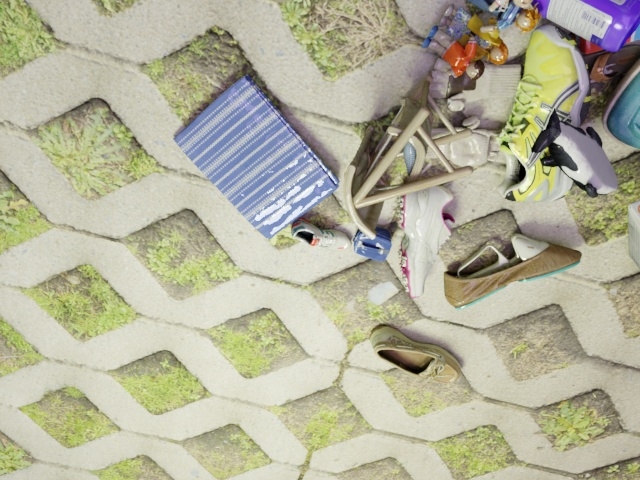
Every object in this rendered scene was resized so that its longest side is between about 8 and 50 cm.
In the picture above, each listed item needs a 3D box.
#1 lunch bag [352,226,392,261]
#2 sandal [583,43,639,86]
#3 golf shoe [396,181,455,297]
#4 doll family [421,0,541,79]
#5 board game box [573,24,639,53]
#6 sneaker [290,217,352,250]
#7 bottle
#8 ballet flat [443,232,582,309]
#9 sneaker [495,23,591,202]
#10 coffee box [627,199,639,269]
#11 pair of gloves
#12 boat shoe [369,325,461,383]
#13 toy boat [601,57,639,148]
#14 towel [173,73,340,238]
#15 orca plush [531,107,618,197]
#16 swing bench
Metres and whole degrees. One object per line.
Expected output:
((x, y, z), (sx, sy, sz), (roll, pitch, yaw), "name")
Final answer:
((0.125, 0.005, 1.358), (0.098, 0.065, 0.067), (16, 116, -8), "lunch bag")
((0.605, -0.365, 1.165), (0.180, 0.049, 0.072), (-17, 116, 9), "sandal")
((0.257, 0.005, 1.332), (0.140, 0.115, 0.306), (-5, 118, 0), "golf shoe")
((0.331, -0.436, 1.072), (0.163, 0.118, 0.263), (37, 143, 6), "doll family")
((0.609, -0.554, 1.060), (0.242, 0.064, 0.317), (-15, 116, 9), "board game box")
((0.000, 0.000, 1.352), (0.161, 0.075, 0.057), (21, 116, -9), "sneaker")
((0.460, -0.464, 1.032), (0.282, 0.118, 0.092), (38, 91, 19), "bottle")
((0.462, 0.058, 1.368), (0.342, 0.116, 0.124), (-23, 95, 17), "ballet flat")
((0.459, -0.248, 1.162), (0.147, 0.145, 0.385), (-14, 116, -10), "sneaker")
((0.894, 0.038, 1.138), (0.334, 0.338, 0.337), (-30, 149, 16), "coffee box")
((0.325, -0.278, 1.222), (0.204, 0.042, 0.240), (7, 118, -2), "pair of gloves")
((0.262, 0.333, 1.510), (0.285, 0.089, 0.105), (23, 115, -11), "boat shoe")
((0.776, -0.278, 1.139), (0.318, 0.148, 0.268), (19, 127, -12), "toy boat")
((-0.144, -0.184, 1.286), (0.243, 0.040, 0.336), (-36, 107, 20), "towel")
((0.485, -0.153, 1.098), (0.287, 0.151, 0.102), (5, 167, -42), "orca plush")
((0.165, -0.175, 1.140), (0.254, 0.253, 0.165), (-34, 107, 27), "swing bench")
